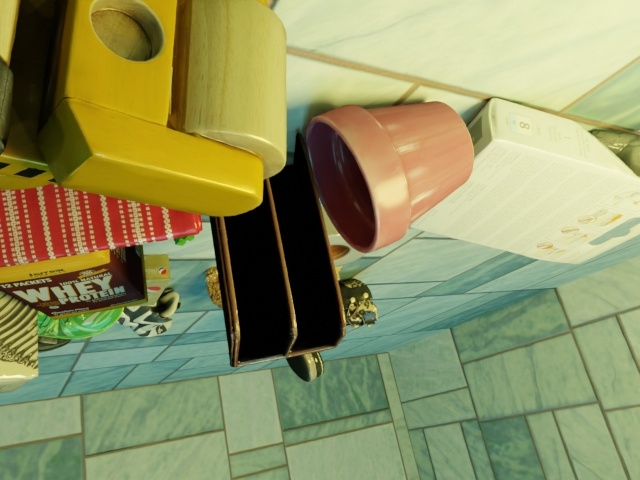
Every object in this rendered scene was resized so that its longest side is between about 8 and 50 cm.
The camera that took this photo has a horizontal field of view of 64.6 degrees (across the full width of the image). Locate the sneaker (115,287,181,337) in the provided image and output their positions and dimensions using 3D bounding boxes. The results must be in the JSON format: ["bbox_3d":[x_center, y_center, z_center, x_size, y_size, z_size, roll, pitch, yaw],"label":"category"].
[{"bbox_3d":[-0.405,0.184,1.287,0.153,0.093,0.235,-8,151,14],"label":"sneaker"}]

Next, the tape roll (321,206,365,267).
[{"bbox_3d":[0.000,0.000,1.071,0.220,0.072,0.219,-10,159,-4],"label":"tape roll"}]

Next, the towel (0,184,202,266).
[{"bbox_3d":[-0.272,-0.081,0.531,0.275,0.198,0.031,-10,180,-7],"label":"towel"}]

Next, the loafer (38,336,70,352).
[{"bbox_3d":[-0.699,0.206,1.185,0.084,0.096,0.268,-33,150,31],"label":"loafer"}]

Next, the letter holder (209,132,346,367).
[{"bbox_3d":[-0.067,-0.010,0.670,0.152,0.301,0.214,-8,159,-12],"label":"letter holder"}]

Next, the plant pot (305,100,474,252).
[{"bbox_3d":[0.102,-0.105,0.707,0.180,0.201,0.201,-23,163,-16],"label":"plant pot"}]

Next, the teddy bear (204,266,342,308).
[{"bbox_3d":[-0.107,0.109,1.246,0.339,0.113,0.245,-4,156,-24],"label":"teddy bear"}]

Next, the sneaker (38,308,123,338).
[{"bbox_3d":[-0.581,0.158,1.095,0.296,0.109,0.123,-4,162,-20],"label":"sneaker"}]

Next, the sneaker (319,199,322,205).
[{"bbox_3d":[0.002,-0.089,0.878,0.162,0.063,0.073,-5,177,-8],"label":"sneaker"}]

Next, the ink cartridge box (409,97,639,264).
[{"bbox_3d":[0.392,-0.081,0.901,0.386,0.091,0.308,12,154,-11],"label":"ink cartridge box"}]

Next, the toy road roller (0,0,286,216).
[{"bbox_3d":[-0.211,-0.131,0.431,0.330,0.202,0.241,10,162,-37],"label":"toy road roller"}]

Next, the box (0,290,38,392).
[{"bbox_3d":[-0.443,0.057,0.663,0.094,0.274,0.113,-28,155,36],"label":"box"}]

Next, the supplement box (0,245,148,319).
[{"bbox_3d":[-0.318,-0.021,0.652,0.129,0.191,0.194,-10,159,-8],"label":"supplement box"}]

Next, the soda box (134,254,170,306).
[{"bbox_3d":[-0.380,0.091,1.109,0.062,0.058,0.181,-1,156,-30],"label":"soda box"}]

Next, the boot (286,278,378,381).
[{"bbox_3d":[0.022,0.224,1.397,0.285,0.138,0.377,-12,-160,-15],"label":"boot"}]

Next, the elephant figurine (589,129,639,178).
[{"bbox_3d":[0.556,-0.119,1.003,0.186,0.169,0.239,23,176,18],"label":"elephant figurine"}]

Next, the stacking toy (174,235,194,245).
[{"bbox_3d":[-0.351,-0.002,0.897,0.221,0.052,0.167,-25,158,27],"label":"stacking toy"}]
